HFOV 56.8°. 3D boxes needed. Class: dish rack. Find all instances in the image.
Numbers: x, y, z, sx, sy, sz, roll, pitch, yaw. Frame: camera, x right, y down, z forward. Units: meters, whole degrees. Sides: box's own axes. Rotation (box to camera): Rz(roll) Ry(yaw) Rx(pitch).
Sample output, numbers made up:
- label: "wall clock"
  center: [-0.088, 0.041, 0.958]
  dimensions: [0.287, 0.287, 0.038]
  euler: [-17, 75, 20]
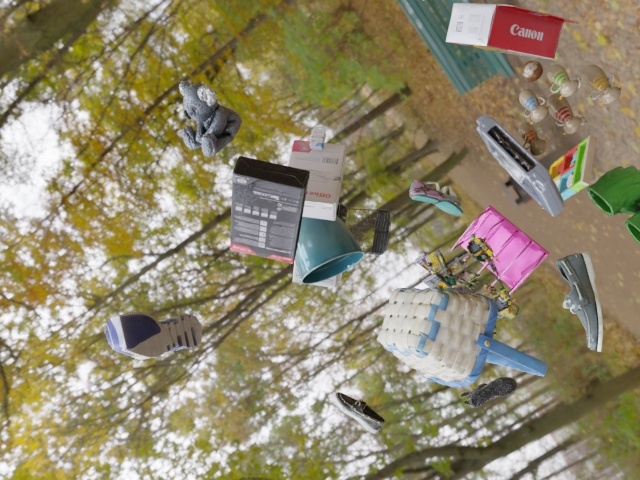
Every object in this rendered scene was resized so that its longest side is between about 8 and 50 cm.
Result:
- label: "dish rack"
  center: [0.161, -0.042, 2.419]
  dimensions: [0.074, 0.271, 0.208]
  euler: [9, -93, -50]

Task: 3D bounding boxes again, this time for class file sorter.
- label: "file sorter"
  center: [0.675, 0.046, 2.260]
  dimensions: [0.290, 0.202, 0.182]
  euler: [42, -151, 15]

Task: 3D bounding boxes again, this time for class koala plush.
- label: "koala plush"
  center: [-0.389, -0.438, 2.003]
  dimensions: [0.196, 0.203, 0.221]
  euler: [26, 150, 47]

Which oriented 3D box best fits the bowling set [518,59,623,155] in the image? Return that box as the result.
- label: "bowling set"
  center: [0.602, -0.366, 1.552]
  dimensions: [0.199, 0.287, 0.154]
  euler: [24, -145, -28]

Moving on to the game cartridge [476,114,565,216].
- label: "game cartridge"
  center: [0.545, -0.202, 1.609]
  dimensions: [0.198, 0.062, 0.297]
  euler: [32, -158, -48]

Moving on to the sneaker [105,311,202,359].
- label: "sneaker"
  center: [-0.498, 0.284, 1.669]
  dimensions: [0.315, 0.182, 0.128]
  euler: [14, -121, -62]

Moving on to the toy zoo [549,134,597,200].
- label: "toy zoo"
  center: [0.882, -0.229, 2.134]
  dimensions: [0.030, 0.192, 0.293]
  euler: [20, 160, -4]

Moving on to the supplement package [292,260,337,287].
- label: "supplement package"
  center: [-0.002, 0.053, 2.668]
  dimensions: [0.199, 0.198, 0.263]
  euler: [-43, -41, -77]

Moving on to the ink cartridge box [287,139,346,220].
- label: "ink cartridge box"
  center: [-0.024, -0.227, 2.213]
  dimensions: [0.117, 0.207, 0.283]
  euler: [89, -170, -58]

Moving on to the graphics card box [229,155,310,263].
- label: "graphics card box"
  center: [-0.173, -0.091, 1.929]
  dimensions: [0.371, 0.232, 0.094]
  euler: [101, -178, -50]

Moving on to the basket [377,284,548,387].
- label: "basket"
  center: [0.290, 0.206, 1.234]
  dimensions: [0.289, 0.201, 0.254]
  euler: [30, 166, -19]

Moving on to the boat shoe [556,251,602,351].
- label: "boat shoe"
  center: [0.760, 0.179, 1.736]
  dimensions: [0.116, 0.099, 0.320]
  euler: [62, -153, -52]

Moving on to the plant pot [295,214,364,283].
- label: "plant pot"
  center: [0.000, 0.000, 2.339]
  dimensions: [0.255, 0.271, 0.271]
  euler: [65, -167, 17]

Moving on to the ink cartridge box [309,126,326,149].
- label: "ink cartridge box"
  center: [-0.008, -0.380, 2.196]
  dimensions: [0.028, 0.048, 0.083]
  euler: [57, -138, -65]

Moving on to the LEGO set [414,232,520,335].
- label: "LEGO set"
  center: [0.434, 0.125, 1.802]
  dimensions: [0.192, 0.255, 0.331]
  euler: [32, -139, -43]

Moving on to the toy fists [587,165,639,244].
- label: "toy fists"
  center: [0.850, -0.090, 1.564]
  dimensions: [0.096, 0.142, 0.279]
  euler: [51, -172, -47]

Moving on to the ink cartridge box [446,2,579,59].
- label: "ink cartridge box"
  center: [0.619, -0.675, 1.916]
  dimensions: [0.309, 0.130, 0.272]
  euler: [-1, -159, -28]

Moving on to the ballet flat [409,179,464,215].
- label: "ballet flat"
  center: [0.381, -0.146, 1.910]
  dimensions: [0.221, 0.077, 0.079]
  euler: [17, -107, -27]

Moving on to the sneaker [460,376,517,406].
- label: "sneaker"
  center: [0.475, 0.426, 1.681]
  dimensions: [0.051, 0.170, 0.089]
  euler: [61, -164, 8]

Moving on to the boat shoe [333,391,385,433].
- label: "boat shoe"
  center: [0.151, 0.649, 2.288]
  dimensions: [0.219, 0.070, 0.078]
  euler: [35, -154, 10]
